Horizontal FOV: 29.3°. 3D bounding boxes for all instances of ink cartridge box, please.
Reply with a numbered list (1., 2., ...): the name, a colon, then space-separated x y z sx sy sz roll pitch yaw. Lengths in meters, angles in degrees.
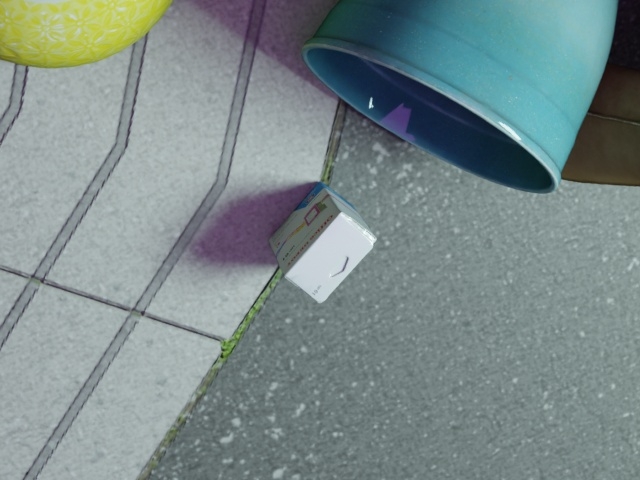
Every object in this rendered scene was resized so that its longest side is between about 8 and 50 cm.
1. ink cartridge box: 0.000 0.000 1.258 0.052 0.122 0.088 38 97 -20

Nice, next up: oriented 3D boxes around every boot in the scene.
1. boot: 0.308 -0.157 1.190 0.089 0.269 0.236 1 103 -32

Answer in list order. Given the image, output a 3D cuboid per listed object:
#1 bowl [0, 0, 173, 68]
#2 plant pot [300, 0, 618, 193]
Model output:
1. bowl: -0.247 -0.287 1.098 0.289 0.156 0.289 -4 108 -11
2. plant pot: 0.161 -0.220 1.156 0.272 0.271 0.255 31 86 -19
